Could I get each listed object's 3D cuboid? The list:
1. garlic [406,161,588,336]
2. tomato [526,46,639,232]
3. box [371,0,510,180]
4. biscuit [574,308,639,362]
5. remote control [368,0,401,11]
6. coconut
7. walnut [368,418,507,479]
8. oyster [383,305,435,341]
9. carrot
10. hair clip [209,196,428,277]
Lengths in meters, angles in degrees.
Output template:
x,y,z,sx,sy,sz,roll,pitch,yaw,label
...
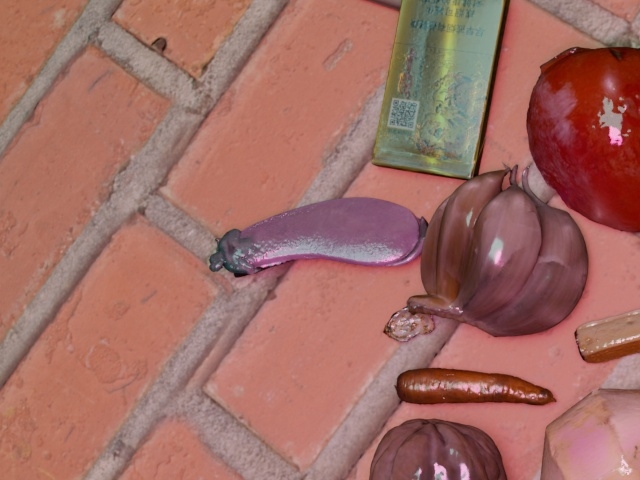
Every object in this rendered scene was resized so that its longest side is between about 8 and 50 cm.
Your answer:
x,y,z,sx,sy,sz,roll,pitch,yaw,label
0.272,0.023,1.917,0.292,0.210,0.237,-59,32,2,garlic
0.438,-0.166,1.866,0.309,0.170,0.309,-5,75,19,tomato
0.192,-0.259,2.022,0.173,0.043,0.311,10,90,21,box
0.467,0.129,1.853,0.188,0.052,0.056,-15,57,15,biscuit
0.145,-0.421,2.099,0.309,0.038,0.090,22,88,22,remote control
0.398,0.320,1.749,0.237,0.237,0.197,-37,104,8,coconut
0.168,0.366,1.822,0.224,0.224,0.224,-4,76,19,walnut
0.136,0.131,1.987,0.083,0.019,0.054,-21,73,12,oyster
0.232,0.223,1.914,0.247,0.059,0.059,1,78,16,carrot
0.000,-0.002,2.041,0.358,0.110,0.096,-12,114,13,hair clip
